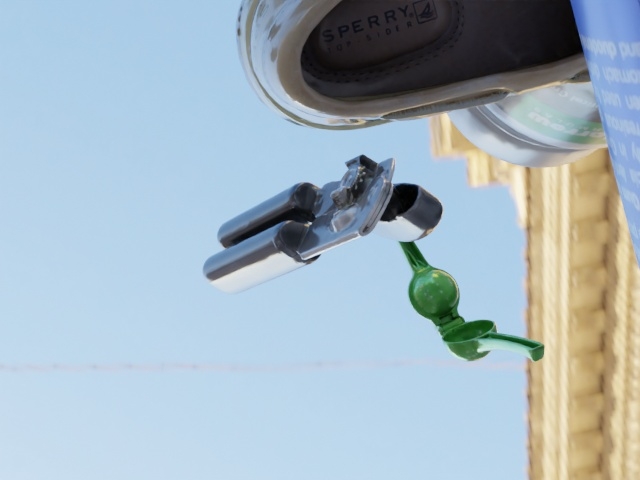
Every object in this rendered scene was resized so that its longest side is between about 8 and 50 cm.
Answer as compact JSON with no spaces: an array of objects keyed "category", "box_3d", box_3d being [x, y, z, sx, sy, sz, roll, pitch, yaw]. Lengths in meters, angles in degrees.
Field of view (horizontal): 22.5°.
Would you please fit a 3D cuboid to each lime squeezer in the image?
[{"category":"lime squeezer","box_3d":[0.125,0.056,1.626,0.059,0.310,0.110,-33,-43,-7]}]

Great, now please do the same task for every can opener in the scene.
[{"category":"can opener","box_3d":[0.000,0.000,1.386,0.095,0.076,0.283,30,-25,-20]}]

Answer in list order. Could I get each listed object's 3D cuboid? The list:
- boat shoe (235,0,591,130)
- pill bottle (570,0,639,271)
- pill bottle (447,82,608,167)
[{"category":"boat shoe","box_3d":[0.116,-0.115,0.639,0.302,0.098,0.109,-19,-76,-7]},{"category":"pill bottle","box_3d":[0.151,-0.041,0.424,0.152,0.152,0.272,-15,-76,9]},{"category":"pill bottle","box_3d":[0.209,-0.186,1.154,0.204,0.204,0.361,10,-17,-9]}]
